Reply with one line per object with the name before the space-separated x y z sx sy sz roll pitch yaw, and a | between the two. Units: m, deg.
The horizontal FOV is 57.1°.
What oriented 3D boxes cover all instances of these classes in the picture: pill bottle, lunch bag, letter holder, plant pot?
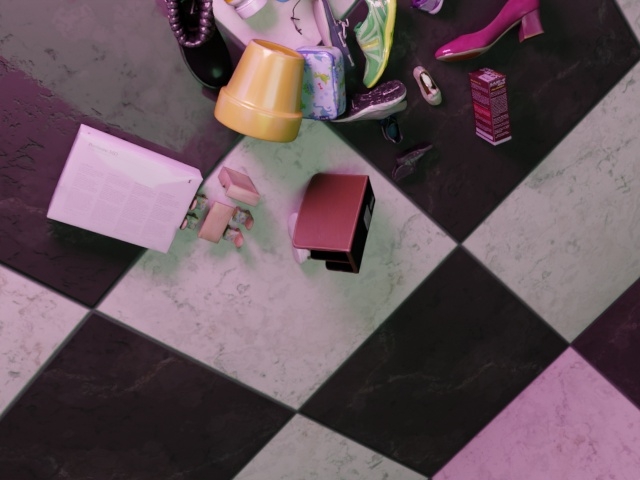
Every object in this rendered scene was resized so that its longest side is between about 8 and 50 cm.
pill bottle | -0.240 -0.722 1.607 0.119 0.119 0.208 -38 124 3
lunch bag | -0.016 -0.479 1.804 0.090 0.176 0.218 -47 141 -48
letter holder | 0.045 -0.063 1.995 0.215 0.301 0.152 5 150 19
plant pot | -0.156 -0.442 1.710 0.254 0.254 0.238 8 117 -24

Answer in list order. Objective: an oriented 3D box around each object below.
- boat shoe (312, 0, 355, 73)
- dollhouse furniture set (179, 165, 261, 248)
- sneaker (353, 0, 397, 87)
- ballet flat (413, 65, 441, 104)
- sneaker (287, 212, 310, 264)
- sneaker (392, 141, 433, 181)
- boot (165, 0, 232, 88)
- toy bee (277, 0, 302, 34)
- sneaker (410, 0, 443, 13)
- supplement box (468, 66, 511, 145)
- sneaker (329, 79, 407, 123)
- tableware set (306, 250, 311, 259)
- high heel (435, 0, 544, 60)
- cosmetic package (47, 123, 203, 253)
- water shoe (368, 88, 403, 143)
boat shoe | 0.046 -0.622 1.786 0.079 0.095 0.254 -25 125 -4
dollhouse furniture set | -0.311 -0.092 1.908 0.212 0.161 0.242 20 109 -29
sneaker | 0.163 -0.628 1.839 0.124 0.109 0.295 11 122 6
ballet flat | 0.367 -0.515 1.992 0.057 0.052 0.168 -43 124 5
sneaker | -0.057 -0.018 2.108 0.094 0.080 0.212 -23 131 -22
sneaker | 0.332 -0.283 2.113 0.170 0.051 0.089 -24 124 -1
boot | -0.323 -0.546 1.588 0.131 0.260 0.347 -26 124 -5
toy bee | -0.077 -0.742 1.635 0.162 0.195 0.298 -33 164 12
sneaker | 0.345 -0.814 1.802 0.098 0.083 0.223 3 117 -17
supplement box | 0.594 -0.469 2.058 0.073 0.130 0.239 -23 124 -7
sneaker | 0.151 -0.422 1.898 0.272 0.100 0.108 -11 151 18
tableware set | 0.000 0.000 2.108 0.194 0.039 0.128 -2 104 -57
high heel | 0.540 -0.715 1.941 0.378 0.127 0.181 -17 94 -6
cosmetic package | -0.596 -0.149 1.808 0.378 0.097 0.284 21 111 -29
water shoe | 0.228 -0.418 1.977 0.073 0.080 0.203 -33 124 -1
